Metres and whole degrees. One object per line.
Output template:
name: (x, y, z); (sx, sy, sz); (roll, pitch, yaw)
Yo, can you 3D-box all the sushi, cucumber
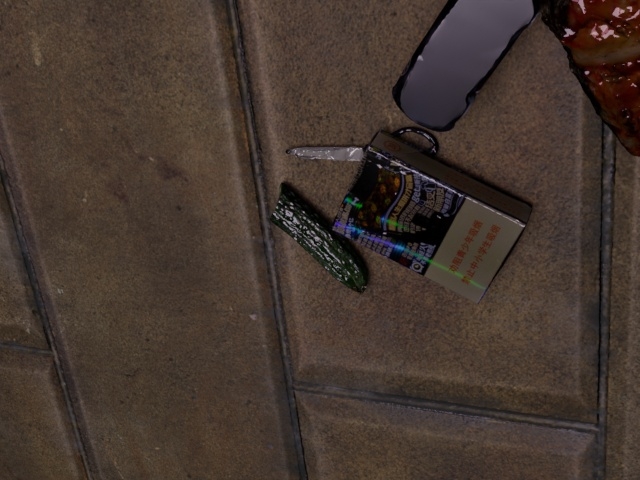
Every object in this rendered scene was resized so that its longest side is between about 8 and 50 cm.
sushi: (0.453, -0.278, 1.204); (0.196, 0.182, 0.343); (-35, 122, 10)
cucumber: (0.000, 0.000, 1.666); (0.265, 0.077, 0.077); (41, 124, -2)

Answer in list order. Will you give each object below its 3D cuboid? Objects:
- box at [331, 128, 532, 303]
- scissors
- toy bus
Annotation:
box: (0.197, -0.040, 1.529); (0.310, 0.084, 0.198); (28, 126, 6)
scissors: (0.072, -0.161, 1.575); (0.300, 0.022, 0.109); (4, 117, 20)
toy bus: (0.240, -0.321, 1.343); (0.127, 0.147, 0.303); (34, 124, 2)
